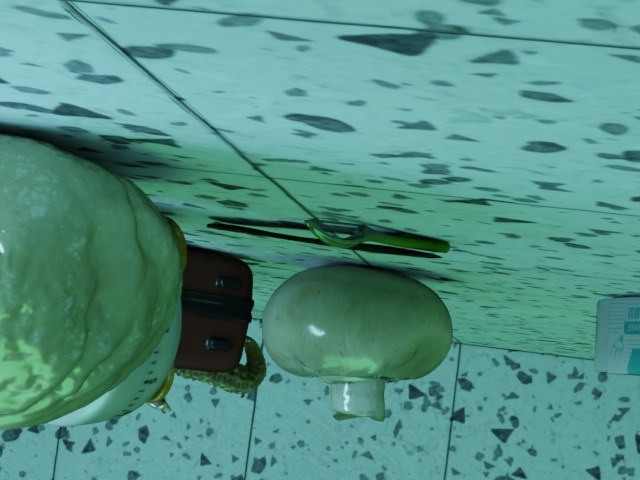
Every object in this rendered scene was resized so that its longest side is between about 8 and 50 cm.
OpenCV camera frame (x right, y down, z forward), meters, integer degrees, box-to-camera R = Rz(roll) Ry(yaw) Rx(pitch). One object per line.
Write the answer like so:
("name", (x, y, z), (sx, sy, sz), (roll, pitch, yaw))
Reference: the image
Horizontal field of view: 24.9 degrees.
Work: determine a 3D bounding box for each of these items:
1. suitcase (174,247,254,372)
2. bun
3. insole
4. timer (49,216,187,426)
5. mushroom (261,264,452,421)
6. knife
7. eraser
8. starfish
("suitcase", (-0.258, 0.079, 1.897), (0.297, 0.161, 0.236), (11, 174, -38))
("bun", (-0.296, 0.031, 1.167), (0.349, 0.227, 0.352), (5, 172, 41))
("insole", (0.000, 0.000, 1.471), (0.253, 0.005, 0.086), (8, -176, 20))
("timer", (-0.259, 0.076, 1.469), (0.233, 0.233, 0.240), (2, -177, 41))
("mushroom", (0.049, 0.133, 1.858), (0.246, 0.202, 0.246), (-3, 174, 0))
("knife", (0.056, -0.001, 1.395), (0.184, 0.026, 0.022), (7, -170, -38))
("eraser", (0.402, 0.113, 1.711), (0.052, 0.095, 0.225), (5, 175, -20))
("starfish", (-0.294, 0.101, 2.159), (0.432, 0.082, 0.324), (34, -156, 24))
